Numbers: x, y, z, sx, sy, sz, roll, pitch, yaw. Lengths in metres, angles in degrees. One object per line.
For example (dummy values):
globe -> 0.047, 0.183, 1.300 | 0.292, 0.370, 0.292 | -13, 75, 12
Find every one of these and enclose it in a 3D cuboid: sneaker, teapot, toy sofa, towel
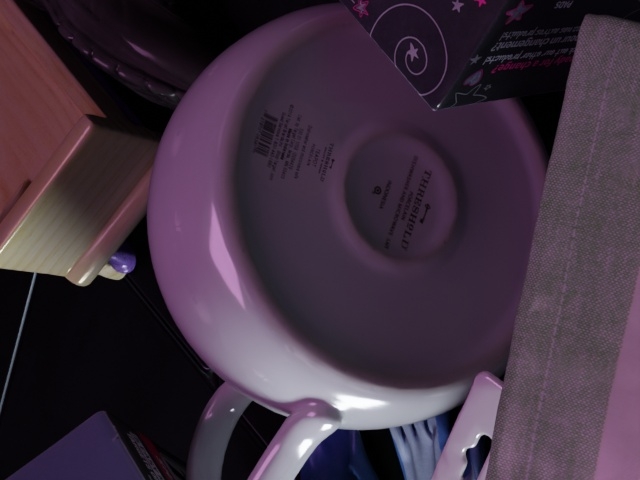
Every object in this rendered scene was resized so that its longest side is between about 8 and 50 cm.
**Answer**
sneaker -> -0.149, -0.197, 1.001 | 0.286, 0.109, 0.130 | 40, 94, 14
teapot -> 0.000, 0.000, 0.787 | 0.187, 0.256, 0.253 | -24, 91, 59
toy sofa -> -0.261, -0.137, 1.139 | 0.150, 0.177, 0.362 | -50, 61, 17
towel -> 0.239, 0.049, 0.544 | 0.324, 0.038, 0.248 | 12, 87, 25

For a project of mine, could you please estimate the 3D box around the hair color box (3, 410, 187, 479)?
hair color box -> -0.073, 0.254, 0.878 | 0.185, 0.113, 0.374 | 53, 177, 24

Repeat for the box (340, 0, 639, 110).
box -> 0.068, -0.203, 0.705 | 0.247, 0.163, 0.142 | 52, 133, 25

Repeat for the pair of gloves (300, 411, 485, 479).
pair of gloves -> 0.045, 0.162, 0.953 | 0.198, 0.023, 0.159 | -7, 96, 50

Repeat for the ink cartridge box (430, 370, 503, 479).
ink cartridge box -> 0.147, 0.135, 0.646 | 0.180, 0.060, 0.104 | 36, 130, 23
